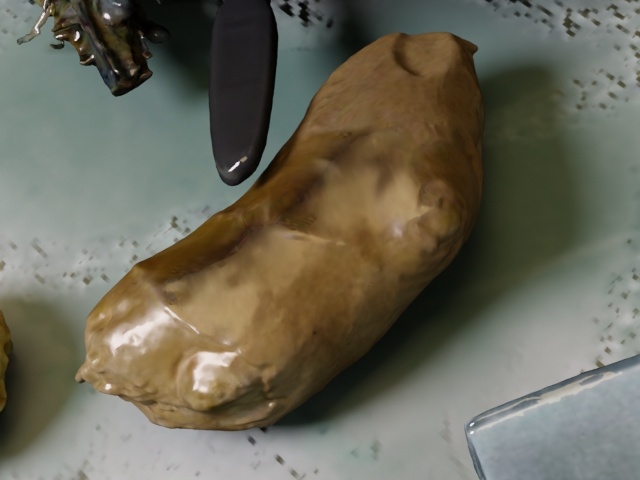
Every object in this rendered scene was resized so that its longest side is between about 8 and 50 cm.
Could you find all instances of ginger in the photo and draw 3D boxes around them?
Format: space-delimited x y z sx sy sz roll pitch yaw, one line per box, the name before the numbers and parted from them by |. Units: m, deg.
ginger | -0.002 -0.002 0.689 0.190 0.069 0.095 -42 60 -15

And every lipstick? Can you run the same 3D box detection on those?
lipstick | 0.123 0.178 0.526 0.068 0.066 0.317 -21 52 1

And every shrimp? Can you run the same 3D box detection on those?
shrimp | -0.150 -0.099 0.822 0.150 0.051 0.217 -39 46 -7

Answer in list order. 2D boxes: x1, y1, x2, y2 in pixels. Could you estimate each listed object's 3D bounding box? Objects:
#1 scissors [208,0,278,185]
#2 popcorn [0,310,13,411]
scissors | -0.028 -0.087 0.752 0.088 0.017 0.220 -11 35 7
popcorn | -0.149 0.050 0.708 0.083 0.057 0.082 -20 59 -1
